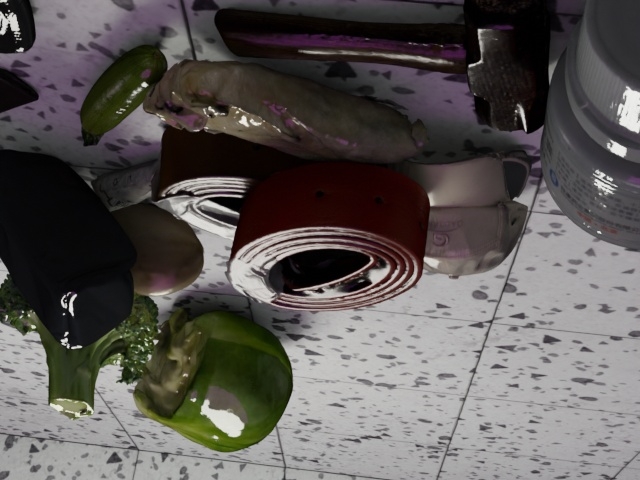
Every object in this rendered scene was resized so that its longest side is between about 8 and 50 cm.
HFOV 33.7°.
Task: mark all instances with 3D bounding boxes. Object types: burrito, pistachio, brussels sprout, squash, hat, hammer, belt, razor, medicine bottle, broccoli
[{"bbox_3d":[-0.049,-0.167,1.382,0.348,0.107,0.175,9,-177,-21],"label":"burrito"},{"bbox_3d":[-0.308,0.011,1.840,0.238,0.153,0.137,29,150,20],"label":"pistachio"},{"bbox_3d":[-0.224,0.304,2.272,0.315,0.275,0.371,32,147,-35],"label":"brussels sprout"},{"bbox_3d":[-0.278,-0.204,1.452,0.066,0.066,0.252,22,151,-27],"label":"squash"},{"bbox_3d":[0.195,-0.046,1.552,0.232,0.161,0.275,-3,150,13],"label":"hat"},{"bbox_3d":[0.073,-0.231,1.270,0.409,0.095,0.242,5,155,12],"label":"hammer"},{"bbox_3d":[0.000,0.000,1.487,0.324,0.115,0.227,-16,140,37],"label":"belt"},{"bbox_3d":[-0.081,-0.085,1.594,0.339,0.122,0.217,12,153,-12],"label":"belt"},{"bbox_3d":[-0.299,-0.090,1.709,0.203,0.064,0.064,-13,148,38],"label":"burrito"},{"bbox_3d":[-0.406,-0.293,1.314,0.090,0.054,0.148,7,156,2],"label":"razor"},{"bbox_3d":[0.375,-0.152,1.162,0.245,0.245,0.306,4,154,8],"label":"medicine bottle"},{"bbox_3d":[-0.459,0.170,2.077,0.249,0.302,0.375,-39,135,6],"label":"broccoli"}]

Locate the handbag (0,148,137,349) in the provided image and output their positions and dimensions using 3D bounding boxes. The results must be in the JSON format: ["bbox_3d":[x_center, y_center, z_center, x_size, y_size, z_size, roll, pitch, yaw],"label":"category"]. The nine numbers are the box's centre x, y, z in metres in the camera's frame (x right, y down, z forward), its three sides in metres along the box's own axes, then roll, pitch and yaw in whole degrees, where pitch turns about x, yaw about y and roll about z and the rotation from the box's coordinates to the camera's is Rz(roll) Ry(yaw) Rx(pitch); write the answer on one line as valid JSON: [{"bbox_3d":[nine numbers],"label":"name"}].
[{"bbox_3d":[-0.415,-0.009,1.689,0.178,0.302,0.275,-31,164,-25],"label":"handbag"}]

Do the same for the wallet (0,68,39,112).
[{"bbox_3d":[-0.491,-0.213,1.552,0.157,0.018,0.082,-10,150,34],"label":"wallet"}]
